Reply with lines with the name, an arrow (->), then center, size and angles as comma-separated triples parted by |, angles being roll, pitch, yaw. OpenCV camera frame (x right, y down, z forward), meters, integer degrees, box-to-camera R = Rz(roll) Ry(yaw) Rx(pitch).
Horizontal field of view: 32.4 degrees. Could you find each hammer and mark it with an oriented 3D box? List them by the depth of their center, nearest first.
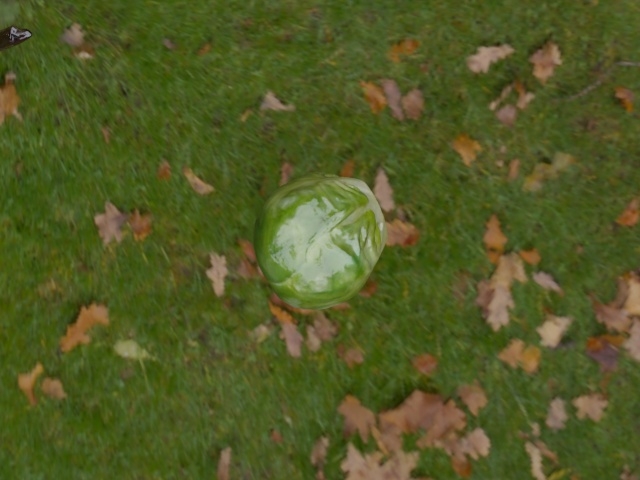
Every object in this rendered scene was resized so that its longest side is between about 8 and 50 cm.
hammer -> -0.352, -0.191, 1.102 | 0.065, 0.178, 0.021 | 59, 44, -26

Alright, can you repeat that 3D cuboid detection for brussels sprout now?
brussels sprout -> 0.002, 0.002, 1.169 | 0.155, 0.117, 0.155 | -7, 107, -24
